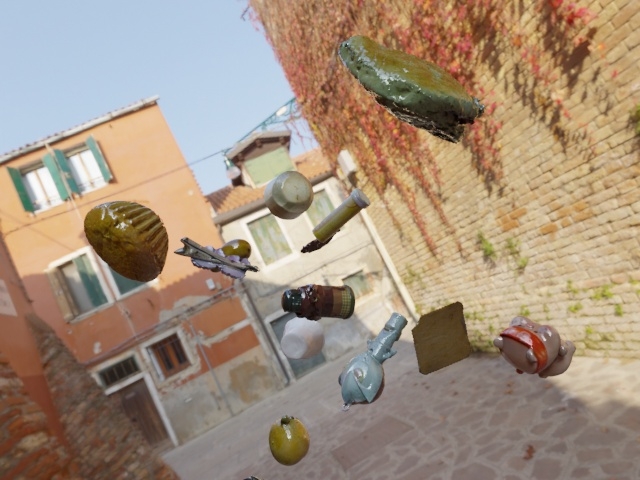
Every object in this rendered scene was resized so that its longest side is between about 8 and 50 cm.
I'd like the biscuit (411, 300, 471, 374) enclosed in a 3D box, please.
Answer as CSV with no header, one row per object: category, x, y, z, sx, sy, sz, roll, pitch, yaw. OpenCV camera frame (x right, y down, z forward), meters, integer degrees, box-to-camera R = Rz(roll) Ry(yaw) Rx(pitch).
biscuit,0.451,0.365,1.695,0.236,0.232,0.013,-16,10,-18

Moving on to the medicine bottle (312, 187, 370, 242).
medicine bottle,0.068,-0.080,1.538,0.218,0.074,0.074,-41,-12,23

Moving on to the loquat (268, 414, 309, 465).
loquat,-0.118,0.741,1.701,0.149,0.205,0.172,-10,14,-18

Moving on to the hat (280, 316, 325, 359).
hat,-0.091,0.422,1.900,0.203,0.203,0.126,-30,-5,19

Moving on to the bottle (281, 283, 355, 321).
bottle,-0.011,0.228,1.697,0.271,0.143,0.156,4,-55,-21

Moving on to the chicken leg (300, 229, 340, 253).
chicken leg,0.000,0.001,1.945,0.205,0.053,0.093,-35,-12,8

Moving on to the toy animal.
toy animal,0.597,0.302,1.277,0.197,0.172,0.171,23,-38,-30

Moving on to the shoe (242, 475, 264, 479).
shoe,-0.159,0.981,1.608,0.132,0.336,0.171,-45,-18,-8

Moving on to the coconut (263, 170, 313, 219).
coconut,-0.142,-0.193,1.983,0.202,0.202,0.222,-24,0,-25

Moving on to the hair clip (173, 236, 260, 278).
hair clip,-0.344,0.062,1.533,0.106,0.291,0.085,-74,4,-59

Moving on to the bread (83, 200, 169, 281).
bread,-0.475,-0.001,1.140,0.139,0.240,0.240,-44,4,-35

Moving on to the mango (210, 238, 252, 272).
mango,-0.356,0.062,1.787,0.227,0.099,0.136,-31,1,38

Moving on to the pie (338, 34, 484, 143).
pie,0.258,-0.443,1.333,0.417,0.395,0.181,13,-57,-30

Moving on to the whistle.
whistle,0.166,0.384,1.431,0.346,0.133,0.142,-53,7,-18
